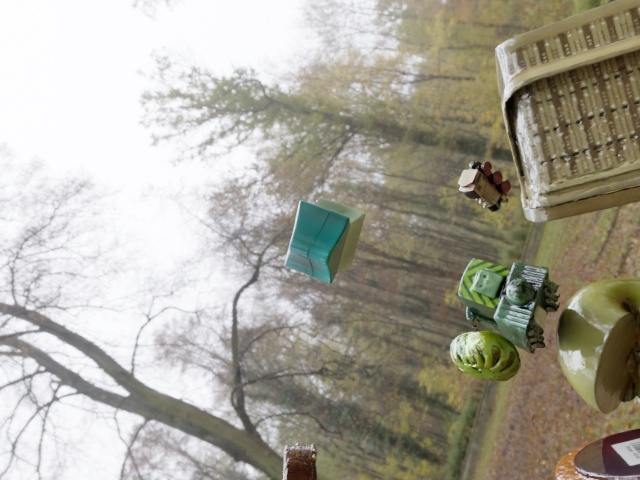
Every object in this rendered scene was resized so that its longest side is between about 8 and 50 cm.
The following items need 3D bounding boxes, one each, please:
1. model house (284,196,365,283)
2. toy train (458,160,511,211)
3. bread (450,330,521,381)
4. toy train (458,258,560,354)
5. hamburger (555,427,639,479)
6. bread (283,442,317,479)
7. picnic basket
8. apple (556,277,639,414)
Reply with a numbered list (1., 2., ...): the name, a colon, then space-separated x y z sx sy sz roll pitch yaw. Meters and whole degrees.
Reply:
1. model house: 0.000 0.000 0.945 0.149 0.101 0.126 -29 -44 -65
2. toy train: 0.372 -0.118 1.198 0.138 0.050 0.086 34 -104 -30
3. bread: 0.320 0.229 1.044 0.130 0.139 0.071 45 -121 -35
4. toy train: 0.380 0.133 1.086 0.138 0.178 0.330 -66 -30 -9
5. hamburger: 0.588 0.474 0.903 0.330 0.330 0.249 16 -126 -73
6. bread: -0.047 0.519 1.138 0.160 0.074 0.160 -178 90 -83
7. picnic basket: 0.316 -0.131 0.568 0.313 0.228 0.175 -17 -87 -70
8. apple: 0.642 0.213 1.118 0.233 0.296 0.257 -94 -8 -63
